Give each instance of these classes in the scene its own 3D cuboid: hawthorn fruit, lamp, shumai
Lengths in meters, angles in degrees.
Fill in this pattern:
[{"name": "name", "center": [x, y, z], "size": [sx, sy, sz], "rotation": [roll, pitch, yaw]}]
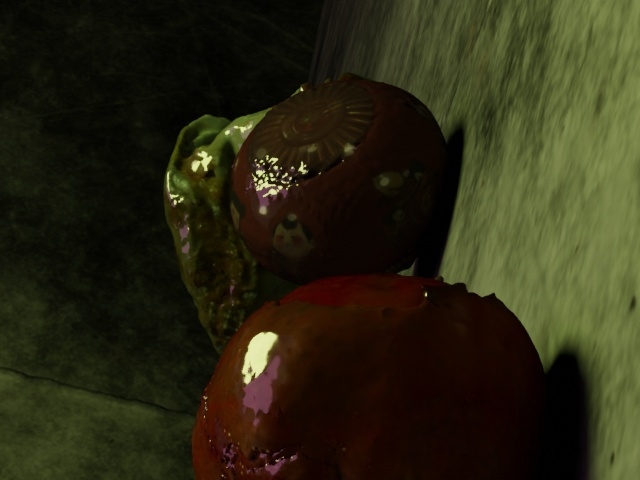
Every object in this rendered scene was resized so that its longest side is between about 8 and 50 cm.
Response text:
[{"name": "hawthorn fruit", "center": [0.027, 0.071, 0.741], "size": [0.172, 0.148, 0.148], "rotation": [-54, -12, -42]}, {"name": "lamp", "center": [0.019, -0.032, 1.229], "size": [0.157, 0.156, 0.135], "rotation": [-45, -51, -20]}, {"name": "shumai", "center": [0.000, 0.000, 1.558], "size": [0.222, 0.204, 0.272], "rotation": [-78, -31, -45]}]
